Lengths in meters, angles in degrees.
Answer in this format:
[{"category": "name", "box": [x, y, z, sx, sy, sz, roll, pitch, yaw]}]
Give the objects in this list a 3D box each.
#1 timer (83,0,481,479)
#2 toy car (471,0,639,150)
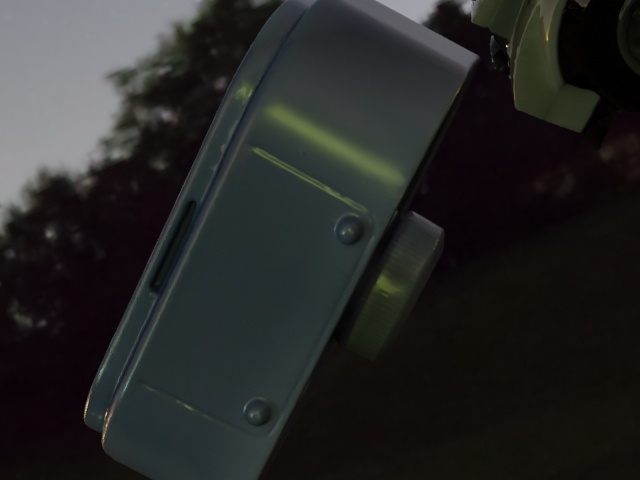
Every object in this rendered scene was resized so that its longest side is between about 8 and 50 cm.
[{"category": "timer", "box": [0.000, 0.000, 1.004, 0.395, 0.173, 0.395, -63, -4, -9]}, {"category": "toy car", "box": [0.146, -0.193, 0.494, 0.193, 0.118, 0.301, -80, 9, -57]}]
